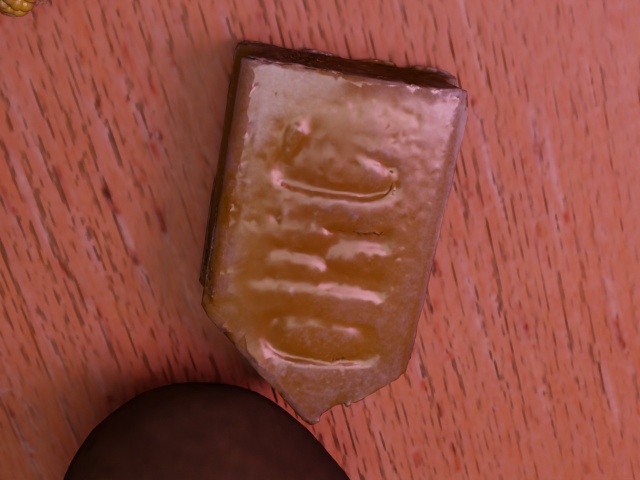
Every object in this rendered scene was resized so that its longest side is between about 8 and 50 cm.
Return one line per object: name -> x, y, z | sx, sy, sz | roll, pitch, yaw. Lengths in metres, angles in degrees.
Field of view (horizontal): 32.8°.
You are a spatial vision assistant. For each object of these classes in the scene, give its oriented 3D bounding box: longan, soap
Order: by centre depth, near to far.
soap -> 0.000, 0.000, 0.773 | 0.160, 0.080, 0.258 | 7, 109, -9
longan -> -0.086, 0.227, 0.776 | 0.246, 0.215, 0.246 | 0, 87, -4

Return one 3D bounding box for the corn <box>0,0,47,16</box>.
corn -> -0.220, -0.215, 0.667 | 0.063, 0.085, 0.165 | -28, 108, 22
